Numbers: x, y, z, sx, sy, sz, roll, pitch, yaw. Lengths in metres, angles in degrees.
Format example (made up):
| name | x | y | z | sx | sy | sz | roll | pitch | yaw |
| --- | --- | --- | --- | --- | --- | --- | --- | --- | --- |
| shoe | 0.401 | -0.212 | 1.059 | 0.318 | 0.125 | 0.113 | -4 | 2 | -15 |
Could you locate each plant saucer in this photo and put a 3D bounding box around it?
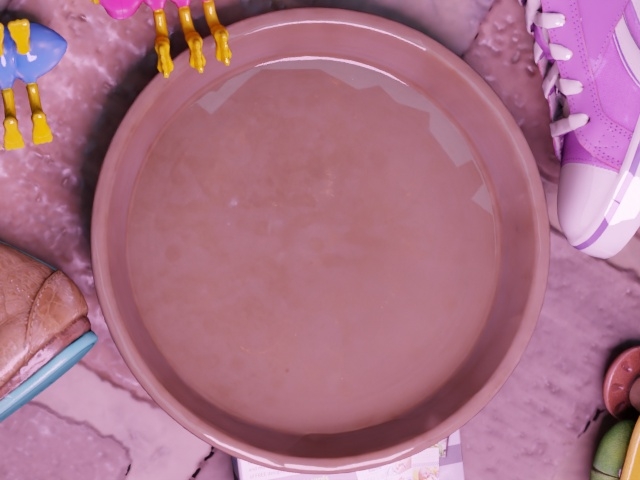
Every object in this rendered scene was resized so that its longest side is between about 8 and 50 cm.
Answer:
| name | x | y | z | sx | sy | sz | roll | pitch | yaw |
| --- | --- | --- | --- | --- | --- | --- | --- | --- | --- |
| plant saucer | 0.000 | 0.000 | 1.194 | 0.278 | 0.041 | 0.278 | 1 | 85 | -11 |

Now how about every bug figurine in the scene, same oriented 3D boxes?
| name | x | y | z | sx | sy | sz | roll | pitch | yaw |
| --- | --- | --- | --- | --- | --- | --- | --- | --- | --- |
| bug figurine | -0.148 | -0.185 | 1.104 | 0.216 | 0.072 | 0.279 | -7 | 129 | -8 |

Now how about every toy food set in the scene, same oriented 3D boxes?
| name | x | y | z | sx | sy | sz | roll | pitch | yaw |
| --- | --- | --- | --- | --- | --- | --- | --- | --- | --- |
| toy food set | 0.225 | 0.128 | 1.295 | 0.128 | 0.071 | 0.218 | 6 | 103 | -38 |

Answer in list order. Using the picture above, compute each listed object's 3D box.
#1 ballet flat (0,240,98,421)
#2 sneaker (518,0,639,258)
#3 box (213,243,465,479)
| name | x | y | z | sx | sy | sz | roll | pitch | yaw |
| --- | --- | --- | --- | --- | --- | --- | --- | --- | --- |
| ballet flat | -0.286 | 0.123 | 1.159 | 0.342 | 0.116 | 0.124 | -44 | 87 | -2 |
| sneaker | 0.140 | -0.138 | 1.199 | 0.161 | 0.102 | 0.282 | 12 | 82 | -12 |
| box | 0.013 | 0.101 | 1.250 | 0.145 | 0.038 | 0.186 | -10 | 104 | -11 |
